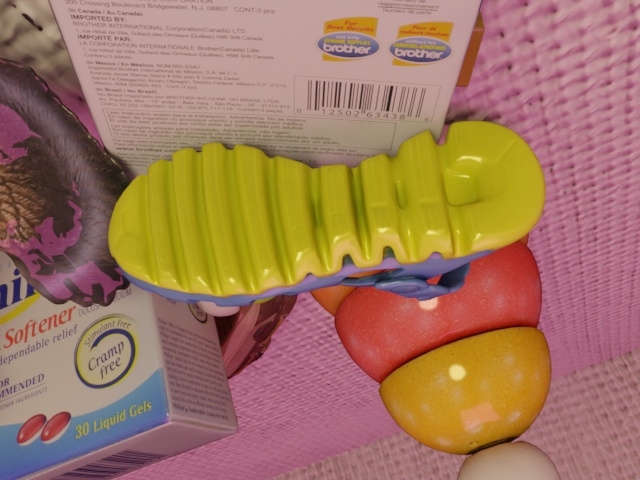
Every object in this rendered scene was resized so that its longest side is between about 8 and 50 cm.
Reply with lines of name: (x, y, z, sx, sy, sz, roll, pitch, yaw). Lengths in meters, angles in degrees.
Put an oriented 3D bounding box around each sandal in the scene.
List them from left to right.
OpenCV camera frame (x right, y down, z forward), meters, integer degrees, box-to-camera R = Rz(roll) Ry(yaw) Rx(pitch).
sandal: (0.000, 0.000, 0.548, 0.317, 0.126, 0.138, -1, 155, 5)

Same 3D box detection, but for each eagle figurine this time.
eagle figurine: (-0.297, -0.067, 0.547, 0.225, 0.226, 0.298, -31, 155, 12)

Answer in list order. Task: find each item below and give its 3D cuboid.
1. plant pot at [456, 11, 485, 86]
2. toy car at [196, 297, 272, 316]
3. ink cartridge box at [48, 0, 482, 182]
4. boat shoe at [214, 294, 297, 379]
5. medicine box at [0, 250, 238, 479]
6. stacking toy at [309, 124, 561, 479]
plant pot: (0.097, -0.196, 0.679, 0.083, 0.081, 0.081, -7, 151, -5)
toy car: (-0.104, -0.014, 0.827, 0.159, 0.136, 0.182, -35, 116, -19)
ink cartridge box: (-0.033, -0.161, 0.531, 0.270, 0.151, 0.395, 3, 152, -1)
boat shoe: (-0.136, 0.166, 1.174, 0.123, 0.123, 0.342, 2, 141, -29)
medicine box: (-0.267, 0.117, 0.822, 0.263, 0.289, 0.149, -23, 154, 12)
stacking toy: (0.159, 0.133, 0.880, 0.351, 0.479, 0.350, -13, 151, -7)
